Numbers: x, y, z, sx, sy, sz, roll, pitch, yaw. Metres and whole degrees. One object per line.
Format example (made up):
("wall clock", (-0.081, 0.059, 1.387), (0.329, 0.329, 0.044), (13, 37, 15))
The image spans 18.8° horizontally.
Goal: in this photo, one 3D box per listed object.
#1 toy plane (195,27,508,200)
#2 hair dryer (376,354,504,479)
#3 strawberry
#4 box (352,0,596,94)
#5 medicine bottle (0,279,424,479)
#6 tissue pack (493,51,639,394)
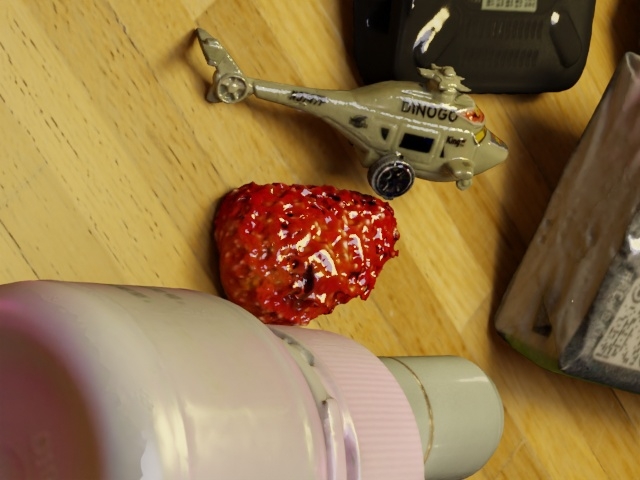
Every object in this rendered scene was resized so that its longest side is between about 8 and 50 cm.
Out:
("toy plane", (0.029, -0.105, 1.559), (0.286, 0.092, 0.108), (10, 121, -21))
("hair dryer", (0.051, 0.271, 1.562), (0.173, 0.107, 0.357), (2, 92, -42))
("strawberry", (0.000, 0.000, 1.542), (0.188, 0.082, 0.121), (-19, 95, -40))
("box", (0.150, -0.270, 1.683), (0.289, 0.073, 0.290), (-3, 103, -45))
("medicine bottle", (-0.105, 0.159, 1.305), (0.325, 0.256, 0.256), (7, 80, -53))
("tissue pack", (0.374, 0.016, 1.789), (0.394, 0.124, 0.288), (15, 103, -41))
